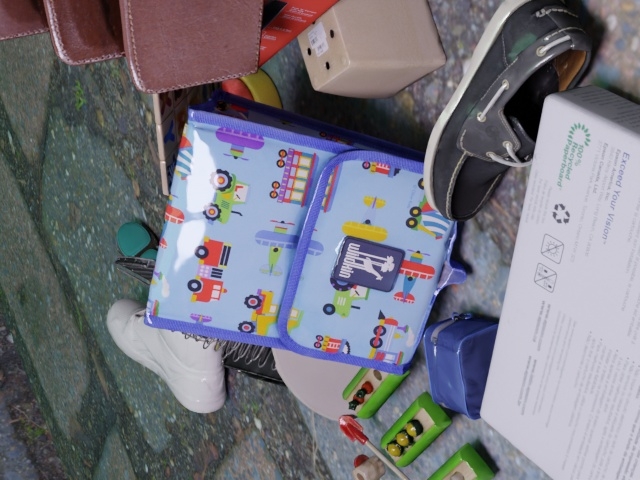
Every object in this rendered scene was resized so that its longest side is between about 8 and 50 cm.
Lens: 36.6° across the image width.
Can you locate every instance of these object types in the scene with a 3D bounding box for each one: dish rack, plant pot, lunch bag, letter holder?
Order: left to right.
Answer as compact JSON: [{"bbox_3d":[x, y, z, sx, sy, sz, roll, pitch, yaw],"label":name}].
[{"bbox_3d":[-0.163,-0.276,0.747,0.152,0.214,0.301,45,140,38],"label":"letter holder"},{"bbox_3d":[-0.144,0.102,1.258,0.208,0.271,0.074,-1,60,58],"label":"dish rack"},{"bbox_3d":[0.000,0.000,0.960,0.138,0.293,0.220,-71,-4,-73],"label":"lunch bag"},{"bbox_3d":[0.039,-0.196,0.932,0.109,0.096,0.109,-22,85,60],"label":"plant pot"},{"bbox_3d":[0.140,0.117,0.939,0.065,0.067,0.098,10,111,57],"label":"lunch bag"}]

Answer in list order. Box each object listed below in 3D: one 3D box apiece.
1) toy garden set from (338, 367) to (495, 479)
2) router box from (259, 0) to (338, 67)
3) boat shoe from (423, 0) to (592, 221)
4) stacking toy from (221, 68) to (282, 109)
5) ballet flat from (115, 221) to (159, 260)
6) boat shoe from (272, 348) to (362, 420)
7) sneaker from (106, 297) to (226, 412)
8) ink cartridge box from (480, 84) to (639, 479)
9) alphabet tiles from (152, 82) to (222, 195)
[{"bbox_3d":[0.094,0.262,1.055,0.244,0.049,0.203,50,143,17],"label":"toy garden set"},{"bbox_3d":[-0.036,-0.367,0.891,0.301,0.082,0.335,-21,67,60],"label":"router box"},{"bbox_3d":[0.151,-0.094,0.806,0.079,0.084,0.233,56,143,32],"label":"boat shoe"},{"bbox_3d":[-0.178,-0.100,1.306,0.279,0.130,0.308,38,134,45],"label":"stacking toy"},{"bbox_3d":[-0.288,0.033,1.627,0.188,0.070,0.070,42,138,48],"label":"ballet flat"},{"bbox_3d":[-0.020,0.039,1.147,0.158,0.127,0.340,-77,-36,-64],"label":"boat shoe"},{"bbox_3d":[-0.246,0.130,1.566,0.292,0.108,0.169,33,130,36],"label":"sneaker"},{"bbox_3d":[0.272,0.094,0.710,0.330,0.071,0.324,38,135,41],"label":"ink cartridge box"},{"bbox_3d":[-0.137,-0.127,1.045,0.198,0.009,0.237,-68,-20,-58],"label":"alphabet tiles"}]
